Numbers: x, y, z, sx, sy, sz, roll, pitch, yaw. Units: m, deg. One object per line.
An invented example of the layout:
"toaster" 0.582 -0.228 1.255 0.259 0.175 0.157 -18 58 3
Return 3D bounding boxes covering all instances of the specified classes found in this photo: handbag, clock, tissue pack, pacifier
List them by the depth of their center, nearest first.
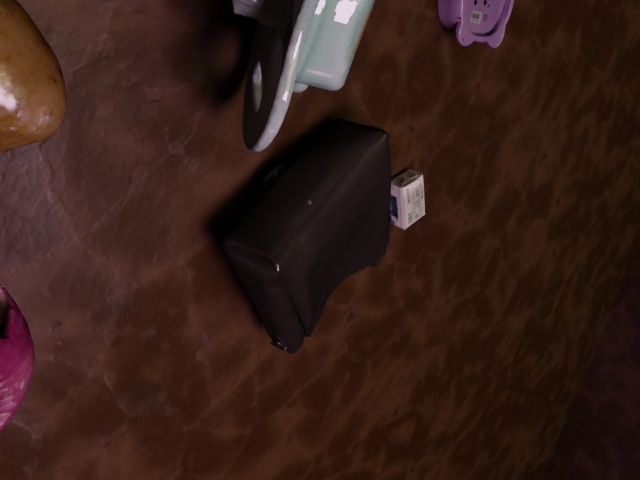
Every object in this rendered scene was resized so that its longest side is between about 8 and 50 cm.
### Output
"pacifier" -0.077 -0.270 0.644 0.269 0.288 0.343 14 123 -18
"handbag" 0.000 0.000 0.920 0.285 0.114 0.257 -50 145 -29
"clock" 0.248 -0.371 1.048 0.153 0.050 0.109 -13 119 -44
"tissue pack" 0.145 -0.070 1.098 0.062 0.042 0.083 -33 131 -31

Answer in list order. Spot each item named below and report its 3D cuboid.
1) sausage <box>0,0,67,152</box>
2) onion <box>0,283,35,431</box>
"sausage" -0.349 -0.234 0.394 0.500 0.123 0.136 51 35 -47
"onion" -0.357 0.127 0.551 0.207 0.201 0.200 -65 156 -57
